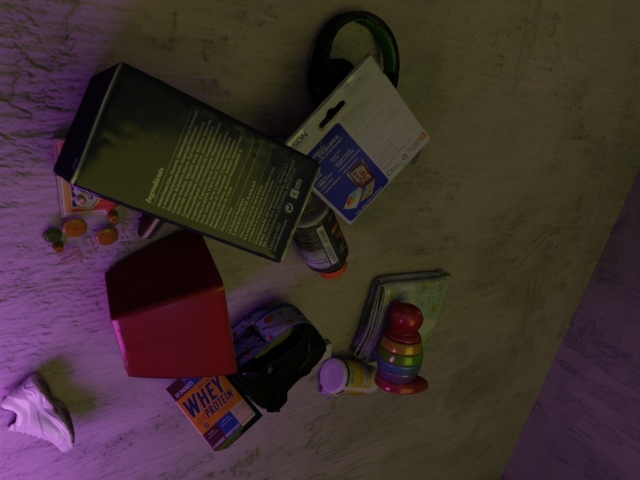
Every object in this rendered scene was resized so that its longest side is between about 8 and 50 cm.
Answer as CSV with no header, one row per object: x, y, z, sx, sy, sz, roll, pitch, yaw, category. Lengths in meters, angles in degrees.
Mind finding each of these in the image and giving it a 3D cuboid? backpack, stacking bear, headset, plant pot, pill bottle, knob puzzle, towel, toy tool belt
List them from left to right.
-0.446,-0.136,1.144,0.213,0.030,0.213,-20,126,-29,knob puzzle
-0.352,0.162,1.259,0.235,0.267,0.268,-14,124,-18,plant pot
-0.129,0.312,1.550,0.263,0.213,0.277,-34,139,-7,backpack
0.000,0.000,1.518,0.130,0.130,0.246,-38,134,-14,pill bottle
0.017,0.522,1.906,0.083,0.052,0.051,39,116,-15,toy tool belt
0.060,-0.363,1.371,0.243,0.185,0.395,10,94,-38,headset
0.108,0.476,1.904,0.208,0.119,0.119,20,102,-44,pill bottle
0.273,0.346,1.821,0.164,0.175,0.289,-7,109,-44,stacking bear
0.299,0.271,1.956,0.374,0.090,0.321,-2,117,-38,towel

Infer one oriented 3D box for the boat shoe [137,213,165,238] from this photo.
-0.328,-0.093,1.231,0.073,0.080,0.224,31,90,-40,boat shoe

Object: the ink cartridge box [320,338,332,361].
-0.017,0.374,1.805,0.115,0.029,0.063,-16,125,-30,ink cartridge box

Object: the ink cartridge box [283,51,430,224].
0.078,-0.233,1.294,0.303,0.072,0.307,-46,129,3,ink cartridge box

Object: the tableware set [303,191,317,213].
-0.117,-0.098,1.384,0.194,0.039,0.128,-18,147,7,tableware set

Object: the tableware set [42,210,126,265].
-0.502,-0.016,1.169,0.154,0.024,0.104,-27,137,-16,tableware set

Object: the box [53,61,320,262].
-0.258,-0.138,1.039,0.395,0.293,0.212,22,89,-33,box

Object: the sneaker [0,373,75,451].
-0.662,0.420,1.281,0.115,0.090,0.232,-26,121,-16,sneaker

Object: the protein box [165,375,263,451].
-0.276,0.434,1.459,0.136,0.201,0.200,-41,166,-13,protein box

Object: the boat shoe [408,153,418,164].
0.236,-0.266,1.599,0.183,0.083,0.065,-14,129,-65,boat shoe

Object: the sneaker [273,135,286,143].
-0.085,-0.192,1.380,0.073,0.063,0.162,-39,135,-20,sneaker
